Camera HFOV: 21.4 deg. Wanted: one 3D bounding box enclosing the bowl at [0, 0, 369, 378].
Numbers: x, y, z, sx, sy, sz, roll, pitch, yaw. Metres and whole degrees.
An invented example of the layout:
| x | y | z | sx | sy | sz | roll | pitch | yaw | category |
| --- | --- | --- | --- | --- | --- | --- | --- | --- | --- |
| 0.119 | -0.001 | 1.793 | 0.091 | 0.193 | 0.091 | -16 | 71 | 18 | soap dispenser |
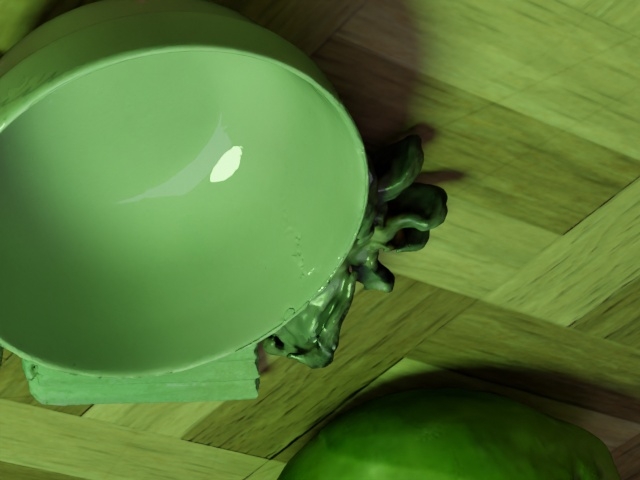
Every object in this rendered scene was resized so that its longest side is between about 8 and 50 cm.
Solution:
| x | y | z | sx | sy | sz | roll | pitch | yaw | category |
| --- | --- | --- | --- | --- | --- | --- | --- | --- | --- |
| -0.122 | -0.053 | 1.160 | 0.287 | 0.143 | 0.287 | -11 | 133 | -12 | bowl |

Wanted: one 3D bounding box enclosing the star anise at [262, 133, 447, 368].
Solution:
| x | y | z | sx | sy | sz | roll | pitch | yaw | category |
| --- | --- | --- | --- | --- | --- | --- | --- | --- | --- |
| -0.003 | 0.003 | 1.334 | 0.198 | 0.110 | 0.257 | 21 | 130 | -35 | star anise |

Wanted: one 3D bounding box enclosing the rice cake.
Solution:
| x | y | z | sx | sy | sz | roll | pitch | yaw | category |
| --- | --- | --- | --- | --- | --- | --- | --- | --- | --- |
| -0.159 | 0.107 | 1.511 | 0.211 | 0.038 | 0.124 | -4 | 146 | -5 | rice cake |

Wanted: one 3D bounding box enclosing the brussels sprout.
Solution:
| x | y | z | sx | sy | sz | roll | pitch | yaw | category |
| --- | --- | --- | --- | --- | --- | --- | --- | --- | --- |
| 0.113 | 0.294 | 1.632 | 0.371 | 0.275 | 0.315 | -11 | 149 | 3 | brussels sprout |

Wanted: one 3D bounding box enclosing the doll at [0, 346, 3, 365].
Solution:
| x | y | z | sx | sy | sz | roll | pitch | yaw | category |
| --- | --- | --- | --- | --- | --- | --- | --- | --- | --- |
| -0.366 | 0.091 | 1.387 | 0.293 | 0.119 | 0.138 | -13 | 171 | -1 | doll |
